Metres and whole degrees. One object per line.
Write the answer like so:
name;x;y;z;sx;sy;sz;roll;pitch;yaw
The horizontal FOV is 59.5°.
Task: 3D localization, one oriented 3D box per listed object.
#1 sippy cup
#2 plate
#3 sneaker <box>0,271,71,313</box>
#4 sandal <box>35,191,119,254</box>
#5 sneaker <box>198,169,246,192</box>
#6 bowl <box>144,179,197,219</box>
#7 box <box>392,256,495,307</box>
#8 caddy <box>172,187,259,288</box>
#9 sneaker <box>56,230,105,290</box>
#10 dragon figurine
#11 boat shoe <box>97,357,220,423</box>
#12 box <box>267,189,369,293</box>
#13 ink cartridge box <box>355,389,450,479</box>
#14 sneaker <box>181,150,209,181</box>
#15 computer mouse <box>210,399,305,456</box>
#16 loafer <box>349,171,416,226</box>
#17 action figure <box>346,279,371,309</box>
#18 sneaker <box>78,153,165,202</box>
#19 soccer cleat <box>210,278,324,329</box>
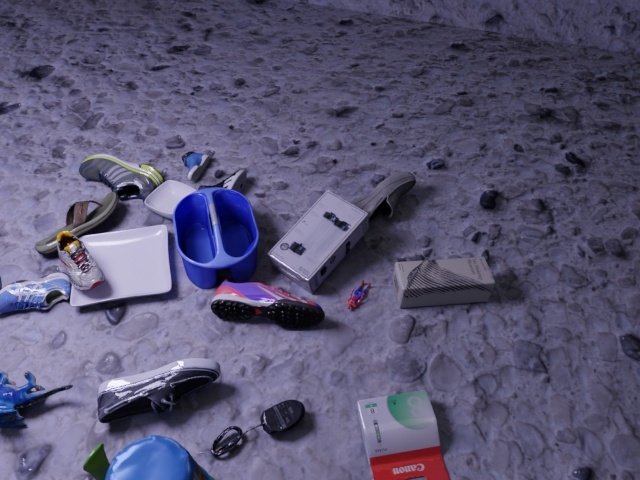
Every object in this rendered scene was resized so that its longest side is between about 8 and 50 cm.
sippy cup;-0.330;0.518;1.134;0.305;0.224;0.240;-5;47;-8
plate;-0.589;0.078;1.669;0.277;0.045;0.278;-9;48;-10
sneaker;-0.802;0.155;1.559;0.211;0.080;0.081;-22;48;-21
sandal;-0.758;-0.069;1.746;0.120;0.086;0.303;2;36;47
sneaker;-0.346;-0.182;1.909;0.121;0.079;0.217;16;48;13
bowl;-0.494;-0.129;1.863;0.142;0.053;0.142;23;51;21
box;0.356;0.122;1.641;0.274;0.094;0.113;-5;47;-7
caddy;-0.313;-0.021;1.688;0.241;0.179;0.341;-11;48;-12
sneaker;-0.693;0.057;1.590;0.088;0.093;0.225;-33;56;-30
dragon figurine;-0.737;0.391;1.331;0.288;0.085;0.144;6;46;3
boat shoe;-0.388;0.370;1.356;0.300;0.108;0.102;-11;47;-10
box;0.000;0.000;1.698;0.169;0.087;0.290;31;67;25
ink cartridge box;0.195;0.475;1.323;0.180;0.056;0.225;-6;45;-9
sneaker;-0.464;-0.268;1.998;0.084;0.058;0.152;16;43;5
computer mouse;-0.148;0.453;1.342;0.241;0.041;0.071;-21;52;-13
loafer;0.209;-0.122;1.867;0.319;0.112;0.111;-35;61;-21
action figure;0.108;0.161;1.639;0.038;0.030;0.115;27;52;15
sneaker;-0.691;-0.208;1.902;0.299;0.111;0.121;11;50;10
soccer cleat;-0.142;0.168;1.568;0.317;0.109;0.117;5;42;5
